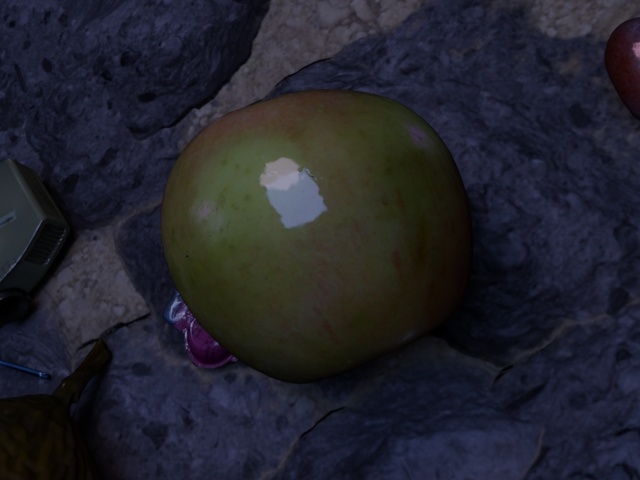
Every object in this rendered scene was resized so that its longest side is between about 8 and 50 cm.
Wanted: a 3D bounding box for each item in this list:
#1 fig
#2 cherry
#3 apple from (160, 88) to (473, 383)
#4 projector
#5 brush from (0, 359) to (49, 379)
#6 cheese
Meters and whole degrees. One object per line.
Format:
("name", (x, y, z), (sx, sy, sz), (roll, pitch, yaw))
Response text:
("fig", (-0.368, 0.266, 0.945), (0.286, 0.286, 0.369), (-3, 42, 23))
("cherry", (0.363, -0.189, 0.824), (0.106, 0.087, 0.126), (-24, 62, 20))
("apple", (0.000, 0.000, 0.805), (0.319, 0.319, 0.277), (-18, 79, 18))
("projector", (-0.489, 0.033, 1.134), (0.269, 0.088, 0.194), (-43, 63, 7))
("brush", (-0.453, 0.173, 1.098), (0.164, 0.051, 0.014), (12, 83, 19))
("cheese", (-0.147, 0.109, 0.984), (0.145, 0.038, 0.095), (27, 84, 35))
